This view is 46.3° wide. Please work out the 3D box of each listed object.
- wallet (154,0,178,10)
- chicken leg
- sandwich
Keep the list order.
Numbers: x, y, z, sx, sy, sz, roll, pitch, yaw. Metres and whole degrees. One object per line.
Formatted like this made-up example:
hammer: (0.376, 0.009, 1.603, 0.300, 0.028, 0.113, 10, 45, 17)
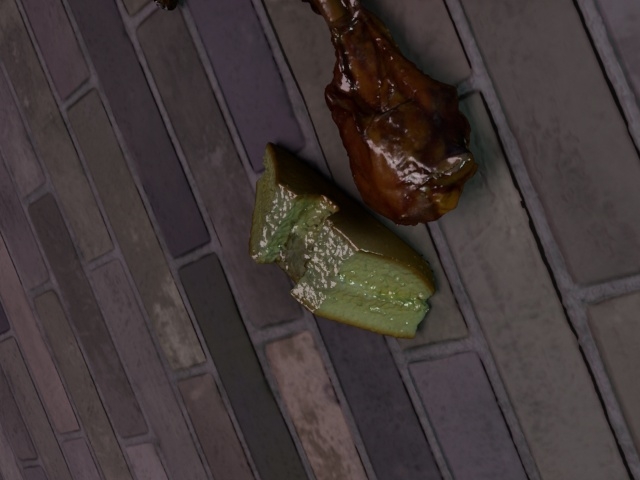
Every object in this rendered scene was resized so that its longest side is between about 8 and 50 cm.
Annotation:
wallet: (-0.158, -0.377, 0.762, 0.133, 0.039, 0.243, 40, 127, 15)
chicken leg: (0.041, -0.155, 0.646, 0.113, 0.093, 0.305, -30, 77, 25)
sandwich: (0.000, 0.000, 0.725, 0.244, 0.088, 0.090, 42, 124, 22)
